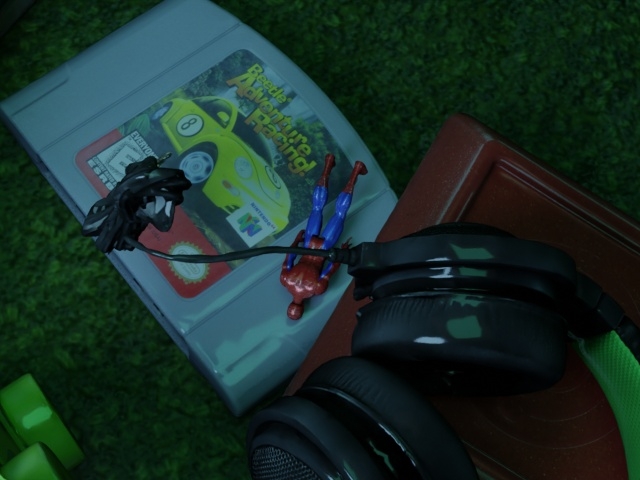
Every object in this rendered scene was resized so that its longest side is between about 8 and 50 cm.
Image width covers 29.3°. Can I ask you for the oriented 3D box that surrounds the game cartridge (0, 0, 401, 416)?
[{"bbox_3d":[-0.072,-0.043,0.881,0.196,0.060,0.294,-35,73,-20],"label":"game cartridge"}]

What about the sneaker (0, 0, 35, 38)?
[{"bbox_3d":[-0.293,-0.155,0.882,0.108,0.121,0.302,20,68,7],"label":"sneaker"}]

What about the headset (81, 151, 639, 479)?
[{"bbox_3d":[0.038,0.090,0.709,0.394,0.185,0.243,40,63,-12],"label":"headset"}]

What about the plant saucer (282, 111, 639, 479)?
[{"bbox_3d":[0.146,0.069,0.814,0.259,0.048,0.258,32,70,-1],"label":"plant saucer"}]

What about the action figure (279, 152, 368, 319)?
[{"bbox_3d":[0.000,0.000,0.822,0.038,0.030,0.115,17,72,11],"label":"action figure"}]

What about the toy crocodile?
[{"bbox_3d":[-0.197,0.129,0.672,0.115,0.340,0.105,-32,105,-10],"label":"toy crocodile"}]
